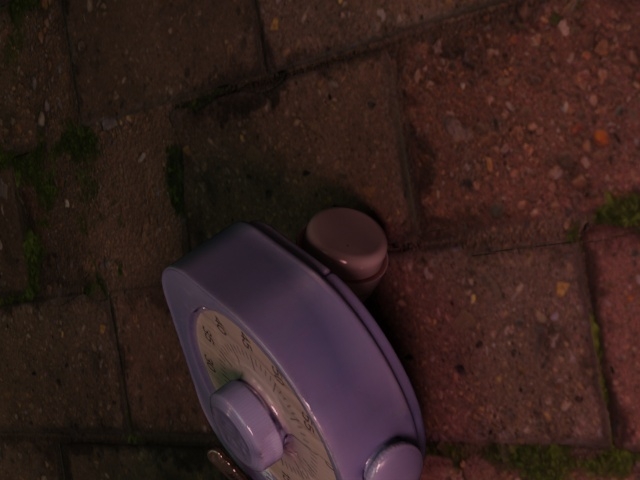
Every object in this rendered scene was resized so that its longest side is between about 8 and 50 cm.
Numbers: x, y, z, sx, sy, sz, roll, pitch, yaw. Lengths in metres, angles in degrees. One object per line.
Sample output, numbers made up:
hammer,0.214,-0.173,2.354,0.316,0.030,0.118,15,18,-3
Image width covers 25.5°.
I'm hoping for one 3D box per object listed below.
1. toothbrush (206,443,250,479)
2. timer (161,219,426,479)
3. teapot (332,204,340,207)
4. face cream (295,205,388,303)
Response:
toothbrush,-0.048,0.377,1.858,0.297,0.030,0.030,49,145,-9
timer,-0.032,0.193,1.704,0.395,0.173,0.395,44,153,29
teapot,0.000,0.000,1.829,0.111,0.042,0.043,-50,60,40
face cream,0.023,0.024,1.746,0.117,0.117,0.104,52,141,30
